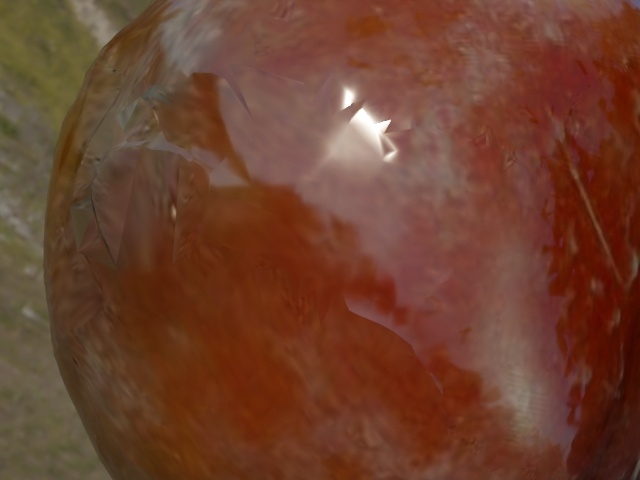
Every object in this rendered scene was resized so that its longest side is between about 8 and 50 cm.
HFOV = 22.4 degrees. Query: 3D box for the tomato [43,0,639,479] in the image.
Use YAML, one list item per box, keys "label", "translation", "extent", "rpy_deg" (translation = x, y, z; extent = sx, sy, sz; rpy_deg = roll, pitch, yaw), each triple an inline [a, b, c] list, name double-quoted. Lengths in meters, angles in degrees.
- label: "tomato"
  translation: [0.000, 0.000, 0.458]
  extent: [0.180, 0.214, 0.155]
  rpy_deg: [-3, -12, 35]
